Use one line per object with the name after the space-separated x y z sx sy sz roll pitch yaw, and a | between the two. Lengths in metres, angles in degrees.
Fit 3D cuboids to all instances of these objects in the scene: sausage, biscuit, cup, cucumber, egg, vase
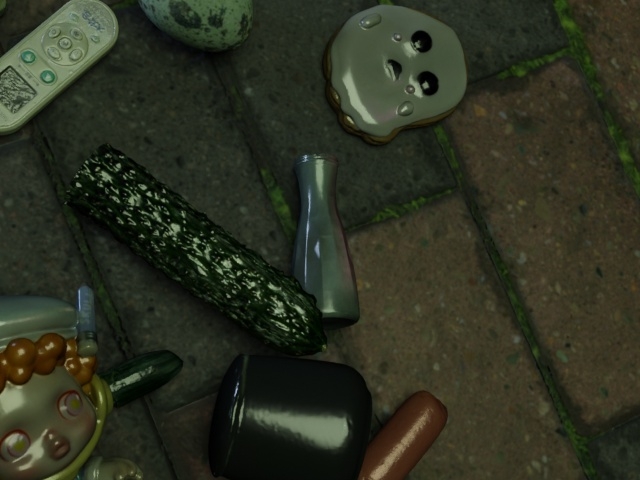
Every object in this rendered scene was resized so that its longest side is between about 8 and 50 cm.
0.096 0.255 1.479 0.062 0.062 0.154 44 71 -4 | sausage
0.103 -0.229 1.591 0.208 0.049 0.181 -20 86 -17 | biscuit
-0.044 0.241 1.401 0.177 0.169 0.223 13 106 -9 | cup
-0.210 0.158 1.417 0.105 0.048 0.048 -24 86 -20 | cucumber
-0.135 0.019 1.416 0.359 0.096 0.096 35 71 3 | cucumber
-0.154 -0.308 1.487 0.132 0.132 0.172 -45 103 -20 | egg
0.000 0.000 1.499 0.086 0.086 0.214 1 74 -16 | vase

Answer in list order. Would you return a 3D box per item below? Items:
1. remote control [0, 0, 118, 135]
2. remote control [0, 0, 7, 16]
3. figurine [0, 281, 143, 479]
-0.338 -0.212 1.461 0.078 0.042 0.221 46 72 -4 | remote control
-0.465 -0.367 1.458 0.098 0.038 0.233 -22 85 -20 | remote control
-0.324 0.244 1.308 0.225 0.205 0.381 -17 101 -31 | figurine
